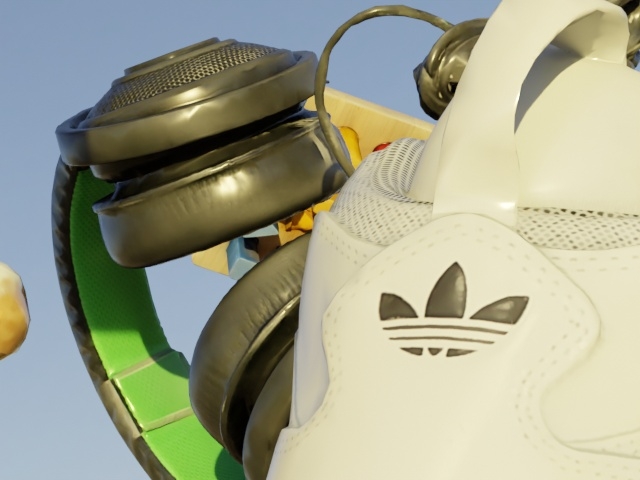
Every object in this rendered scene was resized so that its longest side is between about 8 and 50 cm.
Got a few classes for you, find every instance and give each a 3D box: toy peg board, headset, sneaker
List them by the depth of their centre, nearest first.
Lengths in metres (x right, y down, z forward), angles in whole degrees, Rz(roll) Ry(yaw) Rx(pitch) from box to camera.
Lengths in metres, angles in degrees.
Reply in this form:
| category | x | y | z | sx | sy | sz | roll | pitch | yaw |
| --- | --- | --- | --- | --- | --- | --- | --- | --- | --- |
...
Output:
| category | x | y | z | sx | sy | sz | roll | pitch | yaw |
| --- | --- | --- | --- | --- | --- | --- | --- | --- | --- |
| sneaker | 0.086 | 0.097 | 0.475 | 0.137 | 0.210 | 0.366 | 5 | -21 | 27 |
| headset | 0.000 | 0.000 | 0.923 | 0.185 | 0.243 | 0.394 | -25 | -12 | -31 |
| toy peg board | 0.013 | -0.012 | 1.373 | 0.160 | 0.079 | 0.161 | 18 | -64 | -16 |

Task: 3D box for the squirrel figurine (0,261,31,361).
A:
| category | x | y | z | sx | sy | sz | roll | pitch | yaw |
| --- | --- | --- | --- | --- | --- | --- | --- | --- | --- |
| squirrel figurine | -0.214 | 0.032 | 0.523 | 0.370 | 0.281 | 0.397 | 23 | -16 | 39 |
